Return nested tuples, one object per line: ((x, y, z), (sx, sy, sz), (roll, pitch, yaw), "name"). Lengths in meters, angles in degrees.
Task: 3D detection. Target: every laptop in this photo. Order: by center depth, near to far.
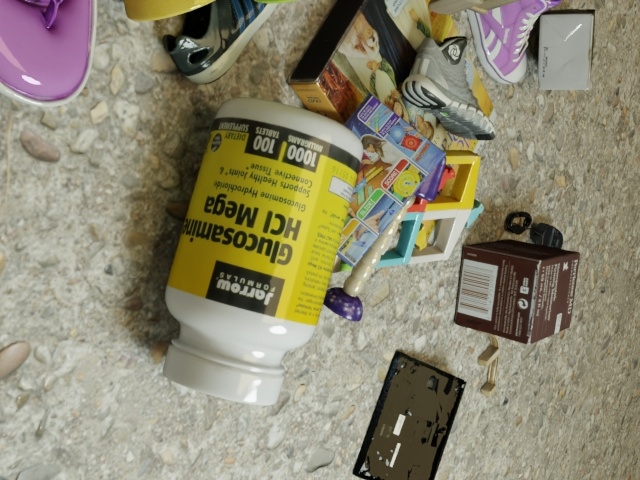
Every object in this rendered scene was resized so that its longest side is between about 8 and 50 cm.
((0.179, 0.359, 1.403), (0.264, 0.136, 0.235), (26, 78, -24), "laptop")

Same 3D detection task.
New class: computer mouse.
((0.481, -0.017, 1.655), (0.242, 0.041, 0.071), (21, 85, -44), "computer mouse")

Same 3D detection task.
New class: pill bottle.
((-0.076, 0.015, 0.876), (0.187, 0.187, 0.334), (20, 84, -50), "pill bottle")

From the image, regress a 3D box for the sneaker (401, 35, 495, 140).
((0.223, -0.249, 1.150), (0.228, 0.086, 0.132), (22, 81, -48), "sneaker")

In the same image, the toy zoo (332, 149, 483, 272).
((0.148, -0.050, 1.155), (0.293, 0.030, 0.193), (-6, 120, -34), "toy zoo")

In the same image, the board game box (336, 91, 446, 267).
((0.056, -0.082, 1.003), (0.201, 0.136, 0.035), (-50, 173, 4), "board game box")

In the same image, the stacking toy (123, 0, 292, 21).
((-0.050, -0.351, 0.752), (0.309, 0.279, 0.131), (-48, 133, -37), "stacking toy")

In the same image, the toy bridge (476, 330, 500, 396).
((0.370, 0.252, 1.591), (0.063, 0.026, 0.188), (-35, 124, -41), "toy bridge")

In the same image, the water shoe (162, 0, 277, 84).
((-0.107, -0.280, 0.854), (0.080, 0.072, 0.203), (45, 65, -46), "water shoe")

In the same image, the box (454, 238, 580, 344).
((0.400, 0.097, 1.477), (0.203, 0.167, 0.169), (-6, 104, -49), "box")

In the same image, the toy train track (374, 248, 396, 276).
((0.111, 0.032, 1.241), (0.083, 0.014, 0.048), (-30, 114, -48), "toy train track")

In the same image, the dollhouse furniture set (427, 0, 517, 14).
((0.207, -0.437, 1.073), (0.242, 0.161, 0.212), (12, 90, -26), "dollhouse furniture set")

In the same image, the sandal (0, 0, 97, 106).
((-0.265, -0.324, 0.634), (0.169, 0.102, 0.417), (-20, 114, -46), "sandal")

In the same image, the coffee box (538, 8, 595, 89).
((0.497, -0.390, 1.464), (0.246, 0.098, 0.141), (-45, 135, -61), "coffee box")

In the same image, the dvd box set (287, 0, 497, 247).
((0.140, -0.225, 1.172), (0.420, 0.062, 0.308), (49, 63, -44), "dvd box set")

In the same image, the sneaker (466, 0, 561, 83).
((0.363, -0.391, 1.319), (0.102, 0.161, 0.282), (-61, 139, -22), "sneaker")

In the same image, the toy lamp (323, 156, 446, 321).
((0.096, -0.012, 1.064), (0.080, 0.080, 0.275), (13, 109, -50), "toy lamp")
